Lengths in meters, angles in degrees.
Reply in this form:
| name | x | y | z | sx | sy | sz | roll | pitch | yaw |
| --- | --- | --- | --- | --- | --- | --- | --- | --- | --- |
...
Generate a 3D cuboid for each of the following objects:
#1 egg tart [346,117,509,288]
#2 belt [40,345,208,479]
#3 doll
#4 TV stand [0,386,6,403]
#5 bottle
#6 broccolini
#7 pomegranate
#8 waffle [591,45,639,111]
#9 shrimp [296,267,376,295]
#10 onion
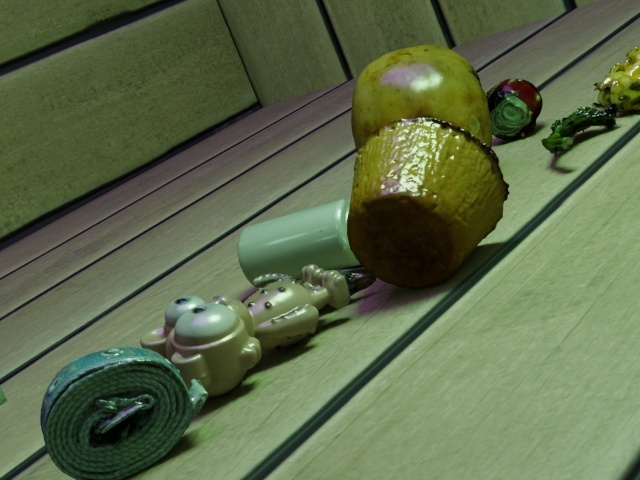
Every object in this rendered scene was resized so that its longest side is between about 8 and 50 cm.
| name | x | y | z | sx | sy | sz | roll | pitch | yaw |
| --- | --- | --- | --- | --- | --- | --- | --- | --- | --- |
| egg tart | 0.132 | -0.041 | 1.672 | 0.215 | 0.215 | 0.171 | -16 | 29 | 29 |
| belt | -0.226 | 0.191 | 1.410 | 0.163 | 0.147 | 0.082 | -52 | 19 | -4 |
| doll | -0.093 | 0.104 | 1.603 | 0.154 | 0.119 | 0.278 | 8 | 28 | 44 |
| TV stand | -0.602 | 0.265 | 1.877 | 0.082 | 0.088 | 0.269 | -11 | 16 | 42 |
| bottle | 0.000 | 0.000 | 1.913 | 0.245 | 0.104 | 0.104 | -16 | 14 | 30 |
| broccolini | 0.417 | -0.174 | 2.029 | 0.123 | 0.062 | 0.271 | -34 | 2 | 19 |
| pomegranate | 0.164 | -0.196 | 2.116 | 0.260 | 0.261 | 0.260 | -21 | 12 | 5 |
| waffle | 0.663 | -0.324 | 2.179 | 0.382 | 0.095 | 0.379 | -34 | 16 | -35 |
| shrimp | -0.013 | 0.072 | 1.780 | 0.223 | 0.048 | 0.126 | -17 | 3 | 28 |
| onion | 0.353 | -0.242 | 2.329 | 0.117 | 0.119 | 0.118 | -32 | 4 | 38 |
